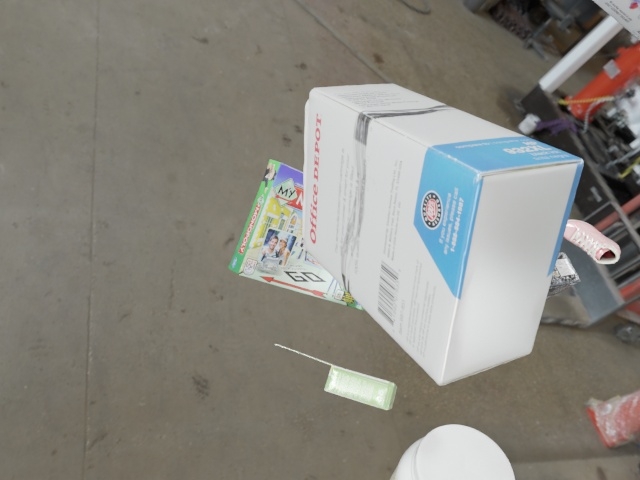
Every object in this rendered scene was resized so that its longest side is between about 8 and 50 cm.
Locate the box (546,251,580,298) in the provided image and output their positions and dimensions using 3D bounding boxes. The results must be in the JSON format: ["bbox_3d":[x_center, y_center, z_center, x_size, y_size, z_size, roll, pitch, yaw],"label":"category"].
[{"bbox_3d":[0.466,0.098,1.311,0.180,0.147,0.077,-5,63,-34],"label":"box"}]

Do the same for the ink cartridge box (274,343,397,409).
[{"bbox_3d":[0.030,0.267,1.128,0.235,0.171,0.056,14,78,13],"label":"ink cartridge box"}]

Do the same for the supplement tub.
[{"bbox_3d":[0.258,0.563,1.233,0.236,0.324,0.235,7,43,-6],"label":"supplement tub"}]

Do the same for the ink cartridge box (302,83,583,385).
[{"bbox_3d":[0.103,-0.031,0.647,0.129,0.223,0.307,-12,31,-25],"label":"ink cartridge box"}]

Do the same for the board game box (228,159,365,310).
[{"bbox_3d":[0.000,0.000,1.119,0.317,0.213,0.046,20,3,-37],"label":"board game box"}]

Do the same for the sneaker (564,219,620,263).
[{"bbox_3d":[0.569,0.004,1.218,0.134,0.051,0.070,30,28,9],"label":"sneaker"}]

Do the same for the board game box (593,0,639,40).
[{"bbox_3d":[0.323,-0.261,0.453,0.347,0.233,0.078,15,85,-34],"label":"board game box"}]
